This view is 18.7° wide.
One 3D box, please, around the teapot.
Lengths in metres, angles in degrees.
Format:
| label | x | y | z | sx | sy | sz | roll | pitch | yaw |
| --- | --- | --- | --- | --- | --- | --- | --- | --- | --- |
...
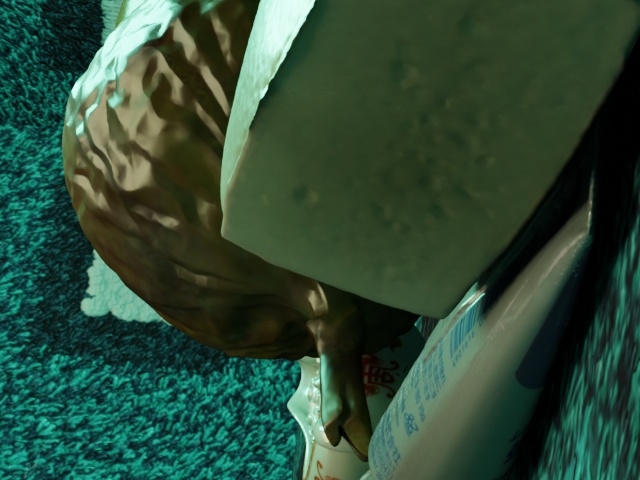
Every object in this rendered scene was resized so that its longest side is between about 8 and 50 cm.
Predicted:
| label | x | y | z | sx | sy | sz | roll | pitch | yaw |
| --- | --- | --- | --- | --- | --- | --- | --- | --- | --- |
| teapot | 0.029 | 0.122 | 1.356 | 0.245 | 0.116 | 0.159 | 100 | -169 | -87 |

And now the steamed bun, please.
| label | x | y | z | sx | sy | sz | roll | pitch | yaw |
| --- | --- | --- | --- | --- | --- | --- | --- | --- | --- |
| steamed bun | 0.050 | -0.100 | 0.860 | 0.242 | 0.146 | 0.164 | 119 | 167 | -45 |

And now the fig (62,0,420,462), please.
| label | x | y | z | sx | sy | sz | roll | pitch | yaw |
| --- | --- | --- | --- | --- | --- | --- | --- | --- | --- |
| fig | 0.000 | 0.000 | 1.177 | 0.286 | 0.286 | 0.369 | 101 | 160 | -44 |

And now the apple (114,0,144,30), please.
| label | x | y | z | sx | sy | sz | roll | pitch | yaw |
| --- | --- | --- | --- | --- | --- | --- | --- | --- | --- |
| apple | -0.022 | -0.151 | 1.547 | 0.319 | 0.277 | 0.319 | -170 | 90 | -89 |

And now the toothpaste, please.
| label | x | y | z | sx | sy | sz | roll | pitch | yaw |
| --- | --- | --- | --- | --- | --- | --- | --- | --- | --- |
| toothpaste | 0.084 | 0.053 | 0.933 | 0.114 | 0.073 | 0.299 | -73 | 3 | -47 |
